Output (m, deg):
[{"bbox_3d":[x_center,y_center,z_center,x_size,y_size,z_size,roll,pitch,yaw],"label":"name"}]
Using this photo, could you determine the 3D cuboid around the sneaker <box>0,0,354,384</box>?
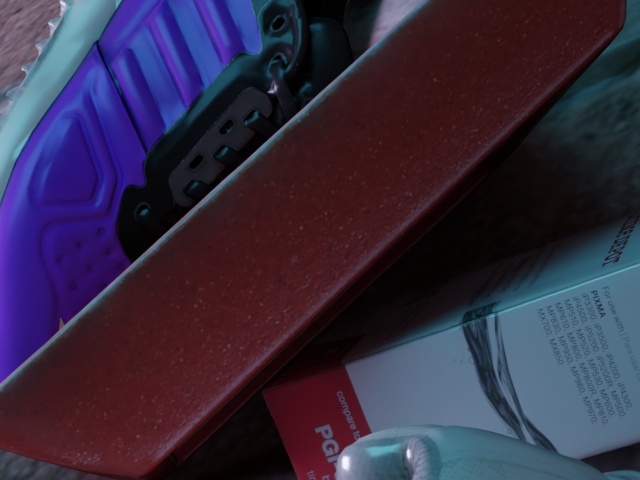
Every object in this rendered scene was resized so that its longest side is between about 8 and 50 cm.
[{"bbox_3d":[-0.049,-0.049,0.701,0.146,0.102,0.293,14,75,24],"label":"sneaker"}]

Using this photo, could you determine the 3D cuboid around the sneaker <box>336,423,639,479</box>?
[{"bbox_3d":[-0.014,0.169,0.395,0.292,0.118,0.110,-58,37,4],"label":"sneaker"}]

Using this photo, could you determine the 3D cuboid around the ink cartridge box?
[{"bbox_3d":[0.063,0.041,0.532,0.135,0.056,0.099,-20,5,21],"label":"ink cartridge box"}]

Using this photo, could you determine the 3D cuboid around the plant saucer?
[{"bbox_3d":[0.000,0.000,0.572,0.259,0.048,0.258,-44,-4,-9],"label":"plant saucer"}]
